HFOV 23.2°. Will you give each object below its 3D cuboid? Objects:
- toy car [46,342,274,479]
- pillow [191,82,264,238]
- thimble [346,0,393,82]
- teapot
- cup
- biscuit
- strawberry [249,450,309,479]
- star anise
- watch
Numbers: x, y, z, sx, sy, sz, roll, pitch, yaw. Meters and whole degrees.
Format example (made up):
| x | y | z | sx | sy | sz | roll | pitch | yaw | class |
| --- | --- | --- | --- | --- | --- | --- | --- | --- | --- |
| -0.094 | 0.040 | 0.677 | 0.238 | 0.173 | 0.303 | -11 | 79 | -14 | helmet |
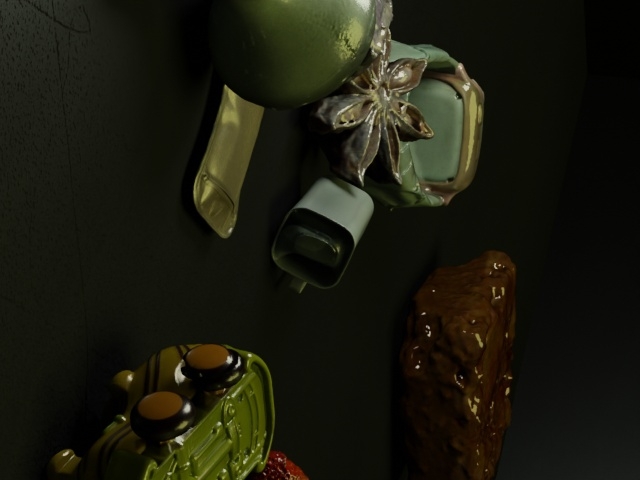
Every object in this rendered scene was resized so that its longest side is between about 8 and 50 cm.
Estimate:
| x | y | z | sx | sy | sz | roll | pitch | yaw | class |
| --- | --- | --- | --- | --- | --- | --- | --- | --- | --- |
| -0.151 | 0.201 | 1.474 | 0.248 | 0.142 | 0.200 | -43 | 139 | -50 | toy car |
| -0.095 | -0.116 | 1.699 | 0.130 | 0.033 | 0.217 | 50 | 51 | -65 | pillow |
| 0.003 | -0.250 | 1.769 | 0.150 | 0.150 | 0.097 | 79 | 23 | -49 | thimble |
| -0.060 | -0.249 | 1.541 | 0.251 | 0.184 | 0.183 | 43 | 56 | -56 | teapot |
| 0.000 | 0.000 | 1.970 | 0.128 | 0.095 | 0.129 | -66 | 175 | 29 | cup |
| 0.248 | 0.249 | 2.799 | 0.342 | 0.166 | 0.395 | -50 | 143 | -58 | biscuit |
| -0.054 | 0.310 | 1.972 | 0.083 | 0.083 | 0.096 | -53 | 139 | -59 | strawberry |
| 0.049 | -0.185 | 2.027 | 0.223 | 0.109 | 0.236 | 57 | 47 | -29 | star anise |
| 0.126 | -0.161 | 2.236 | 0.241 | 0.162 | 0.253 | -28 | 124 | -61 | watch |
